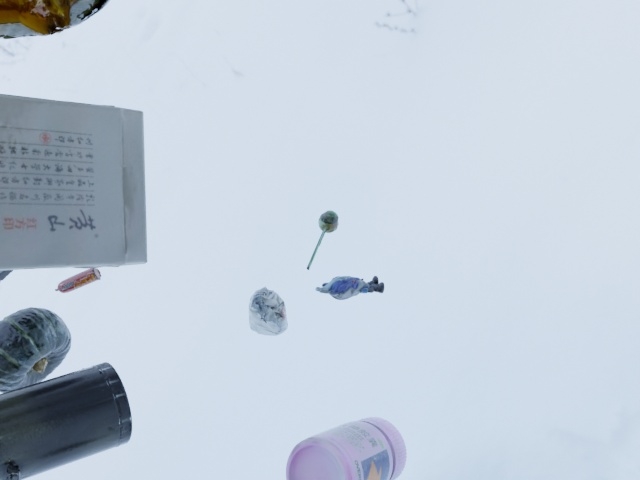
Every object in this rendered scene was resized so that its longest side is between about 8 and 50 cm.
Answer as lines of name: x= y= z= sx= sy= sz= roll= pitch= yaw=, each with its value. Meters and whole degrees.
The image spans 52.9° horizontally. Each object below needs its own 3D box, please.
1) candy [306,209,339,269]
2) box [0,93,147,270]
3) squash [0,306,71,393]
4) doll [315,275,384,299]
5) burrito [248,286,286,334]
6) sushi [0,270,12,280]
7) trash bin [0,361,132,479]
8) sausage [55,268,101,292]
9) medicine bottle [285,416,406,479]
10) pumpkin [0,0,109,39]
candy: x=0.000 y=0.000 z=1.669 sx=0.061 sy=0.061 sz=0.202 roll=-21 pitch=33 yaw=40
box: x=-0.380 y=-0.066 z=0.734 sx=0.051 sy=0.365 sz=0.205 roll=-4 pitch=88 yaw=52
squash: x=-0.823 y=0.307 z=1.789 sx=0.165 sy=0.252 sz=0.252 roll=32 pitch=86 yaw=13
doll: x=0.078 y=0.131 z=1.787 sx=0.096 sy=0.195 sz=0.070 roll=-137 pitch=47 yaw=-63
burrito: x=-0.166 y=0.233 z=2.045 sx=0.101 sy=0.139 sz=0.445 roll=-60 pitch=-4 yaw=-18
sushi: x=-0.741 y=0.067 z=1.398 sx=0.201 sy=0.139 sz=0.031 roll=-59 pitch=-14 yaw=-46
trash bin: x=-0.613 y=0.415 z=1.464 sx=0.252 sy=0.301 sz=0.203 roll=38 pitch=128 yaw=40
sausage: x=-0.733 y=0.123 z=1.930 sx=0.145 sy=0.050 sz=0.048 roll=-22 pitch=71 yaw=5
medicine bottle: x=0.068 y=0.524 z=1.510 sx=0.178 sy=0.290 sz=0.178 roll=-3 pitch=85 yaw=33
pumpkin: x=-0.478 y=-0.450 z=1.008 sx=0.320 sy=0.320 sz=0.192 roll=-33 pitch=76 yaw=29
